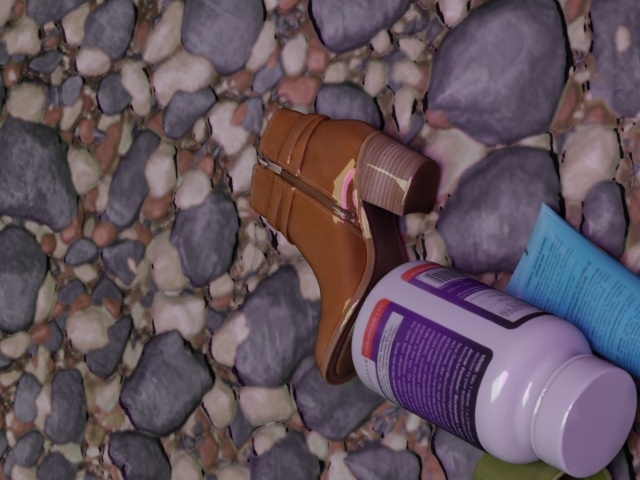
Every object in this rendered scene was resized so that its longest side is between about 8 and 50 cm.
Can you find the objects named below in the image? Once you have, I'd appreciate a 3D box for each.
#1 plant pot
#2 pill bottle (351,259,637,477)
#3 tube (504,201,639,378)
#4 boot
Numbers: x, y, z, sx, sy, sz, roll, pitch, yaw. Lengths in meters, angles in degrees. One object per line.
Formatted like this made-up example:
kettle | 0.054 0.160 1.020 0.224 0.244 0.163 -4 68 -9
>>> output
plant pot | 0.153 0.179 1.251 0.079 0.083 0.083 29 110 47
pill bottle | 0.123 0.092 1.228 0.193 0.108 0.108 25 108 44
tube | 0.212 0.056 1.213 0.207 0.052 0.080 36 111 37
boot | 0.000 0.000 1.361 0.152 0.073 0.197 23 94 34
